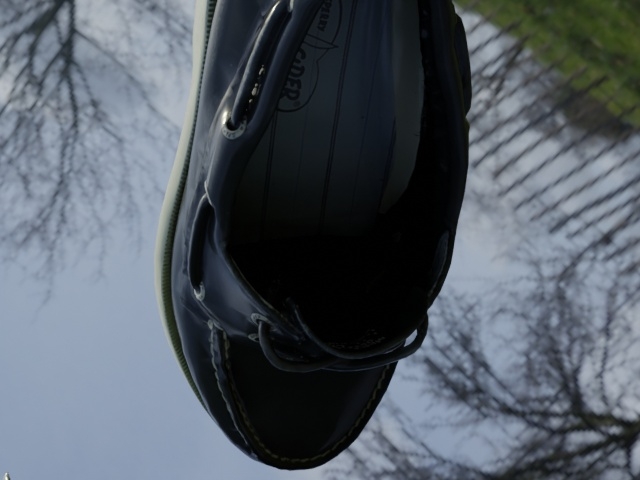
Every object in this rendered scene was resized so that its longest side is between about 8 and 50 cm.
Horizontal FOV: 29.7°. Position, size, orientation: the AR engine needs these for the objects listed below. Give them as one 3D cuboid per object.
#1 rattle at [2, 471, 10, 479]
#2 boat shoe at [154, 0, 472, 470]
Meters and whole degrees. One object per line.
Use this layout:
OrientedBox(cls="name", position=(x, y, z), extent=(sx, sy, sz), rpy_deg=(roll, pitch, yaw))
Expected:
OrientedBox(cls="rattle", position=(-0.210, 0.248, 0.702), extent=(0.130, 0.199, 0.143), rpy_deg=(41, -150, 20))
OrientedBox(cls="boat shoe", position=(0.004, -0.001, 0.527), extent=(0.127, 0.340, 0.113), rpy_deg=(-4, -143, -20))
